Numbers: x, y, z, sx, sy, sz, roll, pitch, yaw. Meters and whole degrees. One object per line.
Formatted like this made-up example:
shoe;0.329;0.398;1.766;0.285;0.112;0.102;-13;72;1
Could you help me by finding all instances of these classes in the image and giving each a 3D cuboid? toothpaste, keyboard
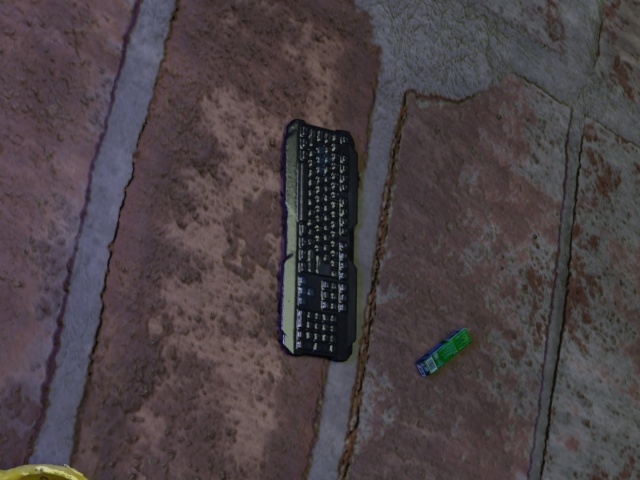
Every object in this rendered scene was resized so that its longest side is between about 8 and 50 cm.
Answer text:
toothpaste;0.144;0.130;1.787;0.083;0.017;0.020;-34;102;-40
keyboard;0.000;0.000;1.686;0.106;0.016;0.262;11;74;-40

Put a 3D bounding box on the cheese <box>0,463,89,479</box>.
cheese;-0.277;0.252;1.361;0.250;0.064;0.157;39;57;-18
